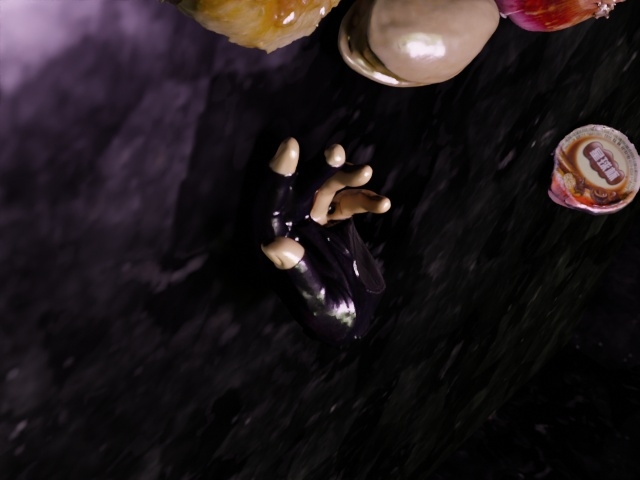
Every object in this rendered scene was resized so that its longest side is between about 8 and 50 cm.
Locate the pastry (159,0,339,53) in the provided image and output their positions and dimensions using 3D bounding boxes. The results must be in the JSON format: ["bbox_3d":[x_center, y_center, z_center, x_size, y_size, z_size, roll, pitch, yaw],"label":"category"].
[{"bbox_3d":[-0.040,-0.281,0.697,0.235,0.120,0.257,-27,141,-53],"label":"pastry"}]

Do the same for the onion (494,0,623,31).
[{"bbox_3d":[0.339,-0.367,1.176,0.229,0.163,0.230,-15,142,-12],"label":"onion"}]

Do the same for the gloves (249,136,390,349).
[{"bbox_3d":[-0.006,0.003,1.074,0.197,0.152,0.301,-61,159,-44],"label":"gloves"}]

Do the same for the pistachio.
[{"bbox_3d":[0.116,-0.247,1.023,0.226,0.136,0.136,-22,141,-38],"label":"pistachio"}]

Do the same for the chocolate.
[{"bbox_3d":[0.594,-0.137,1.977,0.221,0.221,0.147,-48,174,-15],"label":"chocolate"}]
